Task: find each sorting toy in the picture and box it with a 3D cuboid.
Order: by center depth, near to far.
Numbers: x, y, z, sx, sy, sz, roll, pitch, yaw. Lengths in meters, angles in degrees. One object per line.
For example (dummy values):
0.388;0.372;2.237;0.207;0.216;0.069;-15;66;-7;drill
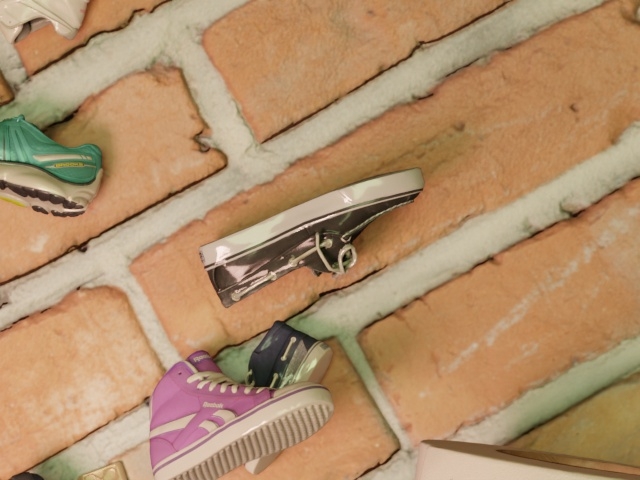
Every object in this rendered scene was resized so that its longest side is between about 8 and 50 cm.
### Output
-0.274;0.336;1.928;0.062;0.012;0.083;-20;80;-1;sorting toy

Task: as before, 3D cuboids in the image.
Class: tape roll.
0.297;0.288;1.690;0.392;0.392;0.072;8;86;6;tape roll

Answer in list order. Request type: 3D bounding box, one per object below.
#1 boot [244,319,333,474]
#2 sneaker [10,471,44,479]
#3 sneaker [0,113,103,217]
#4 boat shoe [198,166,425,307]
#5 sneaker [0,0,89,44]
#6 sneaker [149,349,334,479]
-0.065;0.200;1.901;0.086;0.069;0.190;29;85;21;boot
-0.276;0.417;1.887;0.131;0.112;0.319;-29;85;-15;sneaker
-0.418;-0.113;1.954;0.275;0.107;0.110;17;67;2;sneaker
-0.001;0.000;1.884;0.306;0.113;0.105;-22;90;6;boat shoe
-0.419;-0.322;1.965;0.232;0.090;0.115;13;90;7;sneaker
-0.113;0.193;1.837;0.282;0.102;0.161;-26;60;29;sneaker
